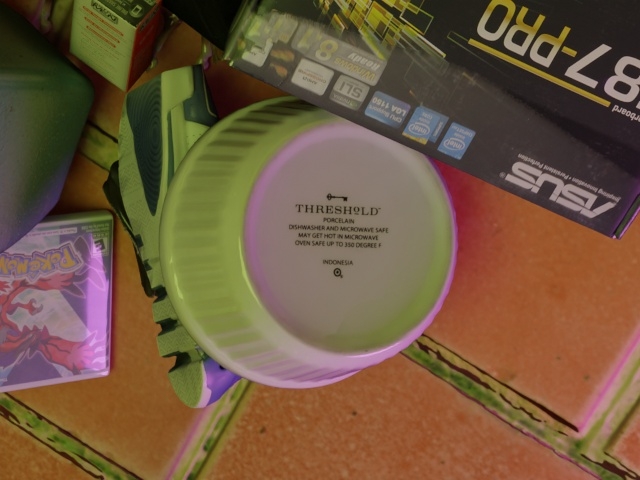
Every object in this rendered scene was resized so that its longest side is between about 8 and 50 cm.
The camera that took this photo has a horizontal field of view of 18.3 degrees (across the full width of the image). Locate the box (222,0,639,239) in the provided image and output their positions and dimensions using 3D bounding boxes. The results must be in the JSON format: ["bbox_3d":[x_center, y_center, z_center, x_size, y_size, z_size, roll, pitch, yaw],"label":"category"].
[{"bbox_3d":[0.158,-0.218,1.687,0.395,0.097,0.318,25,119,-10],"label":"box"}]

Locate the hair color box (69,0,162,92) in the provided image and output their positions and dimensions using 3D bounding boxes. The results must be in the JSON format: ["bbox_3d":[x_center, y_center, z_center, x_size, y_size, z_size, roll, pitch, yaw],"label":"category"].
[{"bbox_3d":[-0.189,-0.197,1.817,0.072,0.043,0.141,36,159,4],"label":"hair color box"}]

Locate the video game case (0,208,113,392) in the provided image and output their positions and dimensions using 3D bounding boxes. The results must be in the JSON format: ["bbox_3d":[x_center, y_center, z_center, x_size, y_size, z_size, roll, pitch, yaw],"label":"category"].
[{"bbox_3d":[-0.307,0.066,1.999,0.023,0.201,0.183,38,130,54],"label":"video game case"}]

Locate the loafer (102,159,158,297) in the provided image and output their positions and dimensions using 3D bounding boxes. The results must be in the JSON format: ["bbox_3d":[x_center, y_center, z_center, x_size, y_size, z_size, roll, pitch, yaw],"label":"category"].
[{"bbox_3d":[-0.156,0.021,1.968,0.078,0.080,0.220,-29,97,27],"label":"loafer"}]

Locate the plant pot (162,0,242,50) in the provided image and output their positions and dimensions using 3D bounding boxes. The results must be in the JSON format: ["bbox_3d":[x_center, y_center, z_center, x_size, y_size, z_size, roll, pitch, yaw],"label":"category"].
[{"bbox_3d":[-0.111,-0.299,1.747,0.187,0.167,0.188,37,94,6],"label":"plant pot"}]

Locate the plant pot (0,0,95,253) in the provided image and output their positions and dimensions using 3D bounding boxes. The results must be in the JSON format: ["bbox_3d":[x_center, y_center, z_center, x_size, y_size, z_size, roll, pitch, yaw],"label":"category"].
[{"bbox_3d":[-0.366,-0.117,1.886,0.248,0.252,0.247,43,122,34],"label":"plant pot"}]

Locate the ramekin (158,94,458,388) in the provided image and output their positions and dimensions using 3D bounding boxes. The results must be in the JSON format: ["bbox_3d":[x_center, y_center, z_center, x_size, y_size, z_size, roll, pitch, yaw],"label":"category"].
[{"bbox_3d":[0.000,0.000,1.783,0.127,0.273,0.273,-3,114,65],"label":"ramekin"}]

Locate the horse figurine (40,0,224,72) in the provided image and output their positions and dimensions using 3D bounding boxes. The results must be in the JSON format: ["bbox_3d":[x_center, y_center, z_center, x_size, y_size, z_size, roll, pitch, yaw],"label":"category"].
[{"bbox_3d":[-0.185,-0.251,1.888,0.263,0.066,0.174,16,120,18],"label":"horse figurine"}]

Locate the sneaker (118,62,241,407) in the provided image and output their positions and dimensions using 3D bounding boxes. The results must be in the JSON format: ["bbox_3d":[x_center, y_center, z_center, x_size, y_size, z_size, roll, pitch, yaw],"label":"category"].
[{"bbox_3d":[-0.076,-0.011,1.888,0.127,0.182,0.315,-9,91,62],"label":"sneaker"}]
